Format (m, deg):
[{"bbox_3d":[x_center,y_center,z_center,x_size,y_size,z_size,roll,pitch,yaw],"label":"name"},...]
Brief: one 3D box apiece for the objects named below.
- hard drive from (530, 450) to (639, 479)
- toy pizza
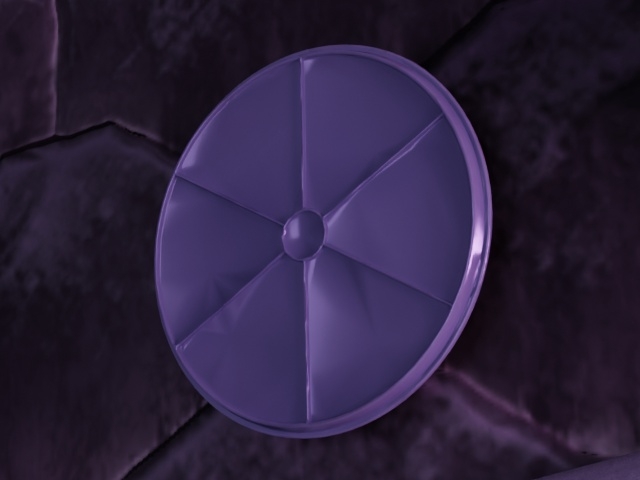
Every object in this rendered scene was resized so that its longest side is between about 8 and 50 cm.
[{"bbox_3d":[0.127,0.142,0.639,0.135,0.022,0.094,-21,67,28],"label":"hard drive"},{"bbox_3d":[0.000,0.000,0.756,0.201,0.032,0.201,-9,74,32],"label":"toy pizza"}]
